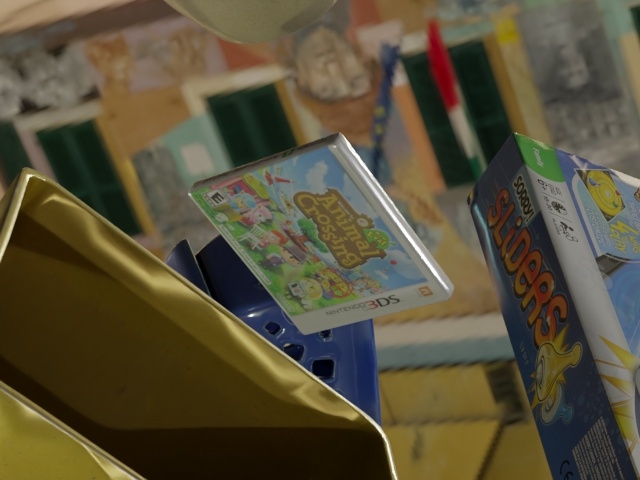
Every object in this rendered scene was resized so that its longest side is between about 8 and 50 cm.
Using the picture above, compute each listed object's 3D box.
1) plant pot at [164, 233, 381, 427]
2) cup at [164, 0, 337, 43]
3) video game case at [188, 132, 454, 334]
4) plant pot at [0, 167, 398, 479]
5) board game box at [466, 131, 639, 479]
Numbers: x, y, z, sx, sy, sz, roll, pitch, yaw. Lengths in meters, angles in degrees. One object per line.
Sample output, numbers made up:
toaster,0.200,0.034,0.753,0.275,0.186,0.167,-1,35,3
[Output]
plant pot,-0.063,0.110,1.841,0.212,0.236,0.236,-13,-151,-10
cup,-0.086,-0.368,1.781,0.331,0.237,0.331,-17,-145,12
video game case,0.000,0.000,1.558,0.193,0.212,0.023,-16,-147,37
plant pot,-0.101,0.130,0.637,0.187,0.212,0.212,-49,-165,13
board game box,0.130,0.055,0.503,0.035,0.136,0.201,-58,-154,31
